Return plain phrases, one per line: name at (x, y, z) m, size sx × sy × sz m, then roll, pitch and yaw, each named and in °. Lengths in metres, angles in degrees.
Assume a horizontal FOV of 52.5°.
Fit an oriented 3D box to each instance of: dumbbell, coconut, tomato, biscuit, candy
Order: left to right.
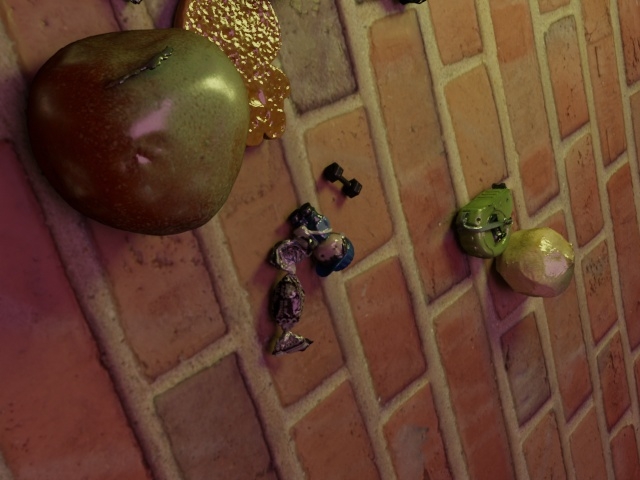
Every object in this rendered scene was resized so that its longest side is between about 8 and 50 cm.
tomato at (-0.238, -0.153, 0.898) m, size 0.303 × 0.239 × 0.303 m, roll -8°, pitch 102°, yaw -42°
biscuit at (-0.140, -0.303, 1.099) m, size 0.202 × 0.044 × 0.289 m, roll -33°, pitch 115°, yaw -33°
candy at (-0.051, 0.103, 1.185) m, size 0.094 × 0.051 × 0.226 m, roll 5°, pitch 95°, yaw -1°
dumbbell at (0.044, -0.118, 1.274) m, size 0.036 × 0.040 × 0.083 m, roll -47°, pitch 126°, yaw 8°
coconut at (0.542, 0.056, 1.608) m, size 0.194 × 0.194 × 0.194 m, roll -4°, pitch 96°, yaw -40°

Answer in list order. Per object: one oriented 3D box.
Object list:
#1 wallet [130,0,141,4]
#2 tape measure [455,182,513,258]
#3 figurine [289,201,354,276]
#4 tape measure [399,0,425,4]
wallet at (-0.283, -0.433, 0.979) m, size 0.088 × 0.026 × 0.129 m, roll 34°, pitch 72°, yaw -32°
tape measure at (0.394, -0.034, 1.545) m, size 0.177 × 0.087 × 0.154 m, roll -30°, pitch 112°, yaw -33°
figurine at (0.000, 0.000, 1.228) m, size 0.086 × 0.087 × 0.149 m, roll -37°, pitch 107°, yaw 9°
tape measure at (0.192, -0.564, 1.337) m, size 0.125 × 0.081 × 0.146 m, roll -45°, pitch 120°, yaw -25°
